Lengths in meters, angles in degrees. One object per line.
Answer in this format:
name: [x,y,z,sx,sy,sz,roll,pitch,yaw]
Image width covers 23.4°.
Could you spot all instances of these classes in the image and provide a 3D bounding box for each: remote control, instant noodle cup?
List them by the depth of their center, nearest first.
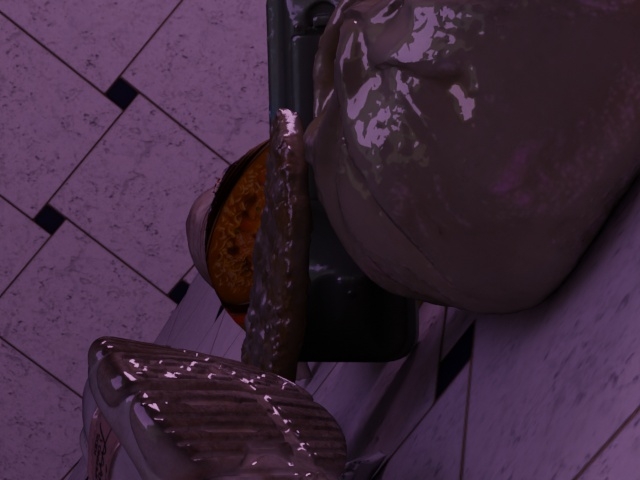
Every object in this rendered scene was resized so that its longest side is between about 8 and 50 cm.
remote control: [0.016,-0.063,1.323,0.065,0.128,0.335,-2,-90,-68]
instant noodle cup: [0.000,0.000,1.461,0.213,0.213,0.174,-60,1,1]

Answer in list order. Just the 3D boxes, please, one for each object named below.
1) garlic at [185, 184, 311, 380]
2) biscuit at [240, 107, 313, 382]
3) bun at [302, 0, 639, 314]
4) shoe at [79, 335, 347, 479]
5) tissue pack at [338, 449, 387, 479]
garlic: [-0.042,0.044,1.649,0.218,0.219,0.212,-166,77,-81]
biscuit: [-0.032,0.051,1.241,0.141,0.038,0.289,-107,23,-60]
bun: [0.114,-0.127,1.131,0.365,0.219,0.365,-57,12,19]
shoe: [-0.077,0.206,0.991,0.198,0.172,0.351,-63,36,15]
tissue pack: [-0.054,0.234,1.215,0.209,0.156,0.148,-52,48,36]
